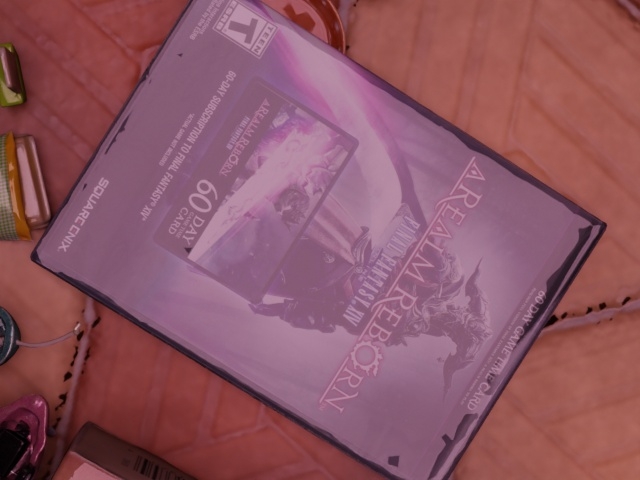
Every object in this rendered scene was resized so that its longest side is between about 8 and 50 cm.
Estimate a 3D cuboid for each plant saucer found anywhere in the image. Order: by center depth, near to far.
[{"bbox_3d":[-0.027,-0.115,0.803,0.083,0.013,0.084,0,89,-3],"label":"plant saucer"}]

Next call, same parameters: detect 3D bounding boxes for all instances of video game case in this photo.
[{"bbox_3d":[0.000,0.000,0.789,0.274,0.026,0.196,32,91,-3],"label":"video game case"}]

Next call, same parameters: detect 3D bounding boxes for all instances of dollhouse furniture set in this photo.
[{"bbox_3d":[-0.205,-0.069,0.768,0.076,0.058,0.152,-12,90,-3],"label":"dollhouse furniture set"}]

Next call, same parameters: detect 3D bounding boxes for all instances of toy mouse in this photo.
[{"bbox_3d":[-0.191,0.089,0.771,0.143,0.031,0.161,-36,76,0],"label":"toy mouse"}]

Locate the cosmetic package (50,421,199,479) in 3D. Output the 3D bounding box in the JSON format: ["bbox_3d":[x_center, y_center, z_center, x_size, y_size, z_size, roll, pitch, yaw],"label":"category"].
[{"bbox_3d":[-0.138,0.266,0.731,0.153,0.129,0.296,27,88,-4],"label":"cosmetic package"}]
